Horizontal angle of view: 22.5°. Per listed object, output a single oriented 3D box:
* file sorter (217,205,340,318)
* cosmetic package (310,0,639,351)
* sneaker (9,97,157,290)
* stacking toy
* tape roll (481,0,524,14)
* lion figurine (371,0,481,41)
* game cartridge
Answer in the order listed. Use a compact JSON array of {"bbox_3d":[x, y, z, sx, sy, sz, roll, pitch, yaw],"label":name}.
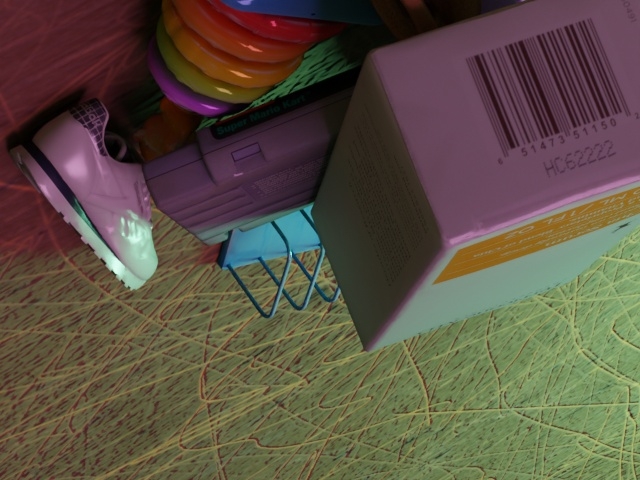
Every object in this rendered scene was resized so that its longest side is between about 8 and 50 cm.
[{"bbox_3d":[0.000,0.000,1.683,0.170,0.104,0.118,-13,140,-32],"label":"file sorter"},{"bbox_3d":[0.140,-0.047,1.356,0.230,0.161,0.453,-19,169,-9],"label":"cosmetic package"},{"bbox_3d":[-0.193,-0.037,1.487,0.095,0.090,0.235,-43,148,-8],"label":"sneaker"},{"bbox_3d":[-0.085,-0.167,1.387,0.175,0.165,0.302,1,143,-32],"label":"stacking toy"},{"bbox_3d":[0.254,-0.213,1.646,0.275,0.090,0.275,-19,141,-16],"label":"tape roll"},{"bbox_3d":[0.090,-0.258,1.298,0.142,0.392,0.240,-1,136,24],"label":"lion figurine"},{"bbox_3d":[0.027,-0.098,1.469,0.355,0.068,0.230,-21,165,4],"label":"game cartridge"}]
